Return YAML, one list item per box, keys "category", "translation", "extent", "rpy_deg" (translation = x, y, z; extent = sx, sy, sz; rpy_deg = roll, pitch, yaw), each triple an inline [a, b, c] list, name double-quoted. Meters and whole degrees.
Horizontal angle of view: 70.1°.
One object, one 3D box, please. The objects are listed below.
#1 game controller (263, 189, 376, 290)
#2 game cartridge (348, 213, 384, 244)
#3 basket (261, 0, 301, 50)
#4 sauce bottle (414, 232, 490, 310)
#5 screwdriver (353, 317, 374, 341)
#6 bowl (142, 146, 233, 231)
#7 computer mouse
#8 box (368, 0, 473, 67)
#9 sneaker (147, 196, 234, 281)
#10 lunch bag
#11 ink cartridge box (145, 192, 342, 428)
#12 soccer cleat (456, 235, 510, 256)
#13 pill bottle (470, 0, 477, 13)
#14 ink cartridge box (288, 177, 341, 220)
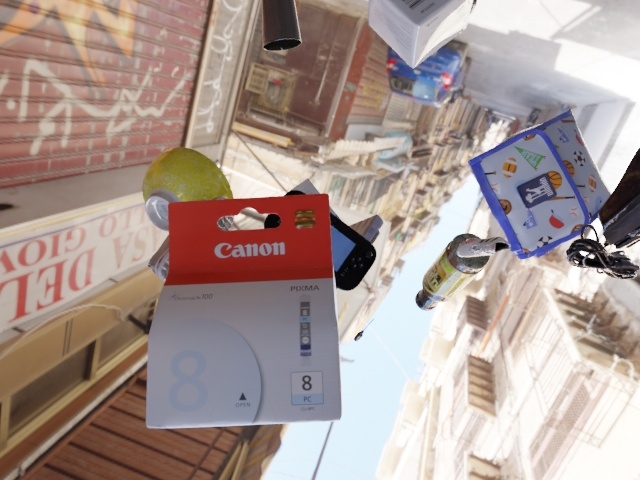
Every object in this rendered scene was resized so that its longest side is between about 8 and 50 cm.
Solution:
- category: "game controller"
  translation: [0.000, 0.000, 1.277]
  extent: [0.319, 0.067, 0.166]
  rpy_deg: [36, -117, 1]
- category: "game cartridge"
  translation: [0.070, 0.056, 1.602]
  extent: [0.230, 0.068, 0.355]
  rpy_deg: [-16, -153, 45]
- category: "basket"
  translation: [-0.168, -0.923, 1.878]
  extent: [0.154, 0.227, 0.204]
  rpy_deg: [-11, -167, -28]
- category: "sauce bottle"
  translation: [0.354, 0.108, 1.289]
  extent: [0.111, 0.344, 0.111]
  rpy_deg: [5, -122, -7]
- category: "screwdriver"
  translation: [0.171, 0.340, 1.746]
  extent: [0.025, 0.170, 0.024]
  rpy_deg: [1, -129, -32]
- category: "bowl"
  translation: [-0.418, -0.113, 1.340]
  extent: [0.289, 0.289, 0.156]
  rpy_deg: [22, -143, 10]
- category: "computer mouse"
  translation: [0.545, -0.054, 0.759]
  extent: [0.188, 0.272, 0.072]
  rpy_deg: [15, -164, -29]
- category: "box"
  translation: [0.131, -0.312, 0.606]
  extent: [0.101, 0.102, 0.087]
  rpy_deg: [51, 175, 17]
- category: "sneaker"
  translation: [-0.342, -0.020, 1.189]
  extent: [0.115, 0.105, 0.281]
  rpy_deg: [15, -128, 38]
- category: "lunch bag"
  translation: [0.626, -0.158, 1.316]
  extent: [0.385, 0.328, 0.239]
  rpy_deg: [-26, 179, -29]
- category: "ink cartridge box"
  translation: [-0.125, 0.105, 0.772]
  extent: [0.308, 0.385, 0.091]
  rpy_deg: [-3, 171, 2]
- category: "soccer cleat"
  translation: [0.256, 0.011, 0.716]
  extent: [0.083, 0.029, 0.035]
  rpy_deg: [-9, -163, -9]
- category: "pill bottle"
  translation: [0.290, -0.557, 1.124]
  extent: [0.122, 0.123, 0.219]
  rpy_deg: [30, -122, 29]
- category: "ink cartridge box"
  translation: [-0.012, -0.096, 1.549]
  extent: [0.203, 0.086, 0.148]
  rpy_deg: [53, 177, 6]
